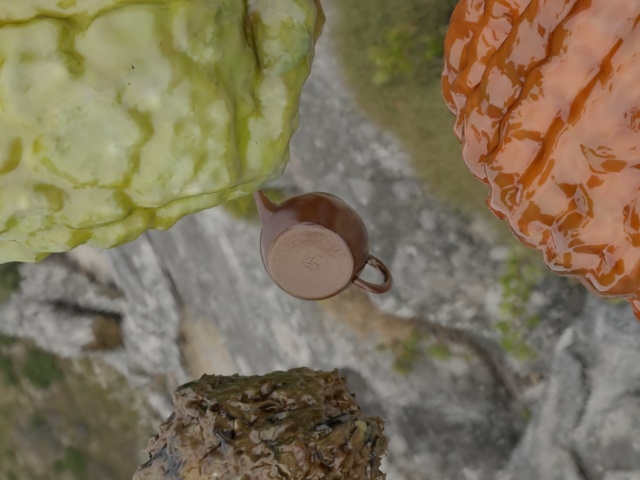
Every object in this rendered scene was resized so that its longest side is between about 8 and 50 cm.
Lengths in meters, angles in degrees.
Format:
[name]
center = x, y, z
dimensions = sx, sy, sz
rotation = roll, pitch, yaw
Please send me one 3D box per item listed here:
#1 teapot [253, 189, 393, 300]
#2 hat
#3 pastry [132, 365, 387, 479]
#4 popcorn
[teapot]
center = 0.000, 0.000, 1.343
dimensions = 0.173, 0.116, 0.116
rotation = 30, 158, -9
[hat]
center = 0.238, -0.134, 0.548
dimensions = 0.285, 0.285, 0.400
rotation = 56, 146, 23
[pastry]
center = -0.068, 0.220, 1.323
dimensions = 0.192, 0.275, 0.275
rotation = 66, 158, -7
[popcorn]
center = -0.101, -0.105, 0.733
dimensions = 0.225, 0.286, 0.173
rotation = 19, 134, 37
